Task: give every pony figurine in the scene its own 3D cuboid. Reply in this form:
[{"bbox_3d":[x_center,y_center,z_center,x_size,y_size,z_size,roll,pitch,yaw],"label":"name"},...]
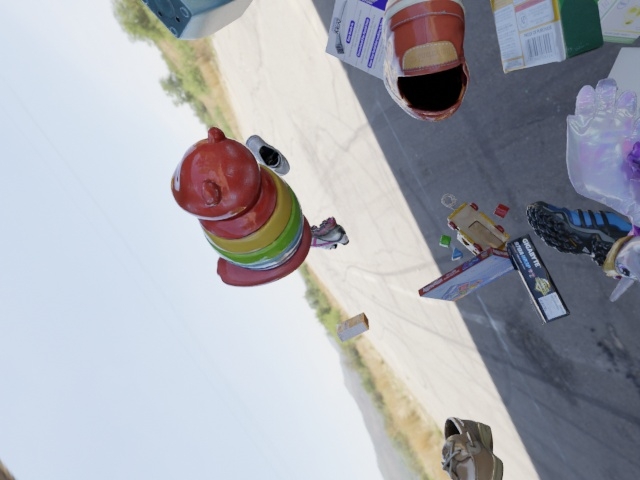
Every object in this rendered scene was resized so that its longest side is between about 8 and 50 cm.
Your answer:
[{"bbox_3d":[0.508,-0.050,0.660,0.363,0.303,0.350,-33,-49,-78],"label":"pony figurine"}]

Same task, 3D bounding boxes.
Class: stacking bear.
[{"bbox_3d":[-0.117,-0.047,0.697,0.289,0.165,0.175,62,-147,-68],"label":"stacking bear"}]

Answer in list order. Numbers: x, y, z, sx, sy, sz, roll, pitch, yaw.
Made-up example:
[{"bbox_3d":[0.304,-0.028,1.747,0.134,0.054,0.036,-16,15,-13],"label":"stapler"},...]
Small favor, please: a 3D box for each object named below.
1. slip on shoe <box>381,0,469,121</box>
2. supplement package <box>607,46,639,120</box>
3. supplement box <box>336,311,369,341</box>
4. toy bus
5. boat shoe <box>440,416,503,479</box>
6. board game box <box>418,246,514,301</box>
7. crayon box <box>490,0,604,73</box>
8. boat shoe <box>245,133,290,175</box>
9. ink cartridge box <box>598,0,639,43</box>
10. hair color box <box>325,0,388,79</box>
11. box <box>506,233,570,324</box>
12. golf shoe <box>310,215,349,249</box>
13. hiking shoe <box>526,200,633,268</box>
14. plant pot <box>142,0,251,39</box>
[{"bbox_3d":[0.146,-0.213,0.643,0.331,0.123,0.101,10,-107,-76],"label":"slip on shoe"},{"bbox_3d":[0.825,-0.404,1.260,0.105,0.179,0.105,23,175,41],"label":"supplement package"},{"bbox_3d":[0.102,0.271,1.491,0.036,0.099,0.062,58,-167,-16],"label":"supplement box"},{"bbox_3d":[0.453,-0.026,1.404,0.104,0.191,0.202,60,-145,-64],"label":"toy bus"},{"bbox_3d":[0.311,0.482,1.017,0.110,0.121,0.341,19,-175,13],"label":"boat shoe"},{"bbox_3d":[0.424,0.103,1.347,0.281,0.145,0.027,-42,45,46],"label":"board game box"},{"bbox_3d":[0.392,-0.490,0.871,0.203,0.083,0.322,-123,13,-74],"label":"crayon box"},{"bbox_3d":[-0.186,-0.317,1.853,0.088,0.096,0.267,42,178,33],"label":"boat shoe"},{"bbox_3d":[0.767,-0.591,1.137,0.235,0.171,0.056,119,141,-55],"label":"ink cartridge box"},{"bbox_3d":[0.194,-0.571,1.359,0.339,0.110,0.185,29,139,11],"label":"hair color box"},{"bbox_3d":[0.463,0.091,1.023,0.220,0.051,0.175,25,-138,-65],"label":"box"},{"bbox_3d":[0.000,0.000,1.239,0.086,0.067,0.186,49,150,-14],"label":"golf shoe"},{"bbox_3d":[0.681,-0.027,1.218,0.304,0.132,0.113,39,154,42],"label":"hiking shoe"},{"bbox_3d":[-0.332,-0.687,1.259,0.247,0.252,0.248,47,153,-19],"label":"plant pot"}]
